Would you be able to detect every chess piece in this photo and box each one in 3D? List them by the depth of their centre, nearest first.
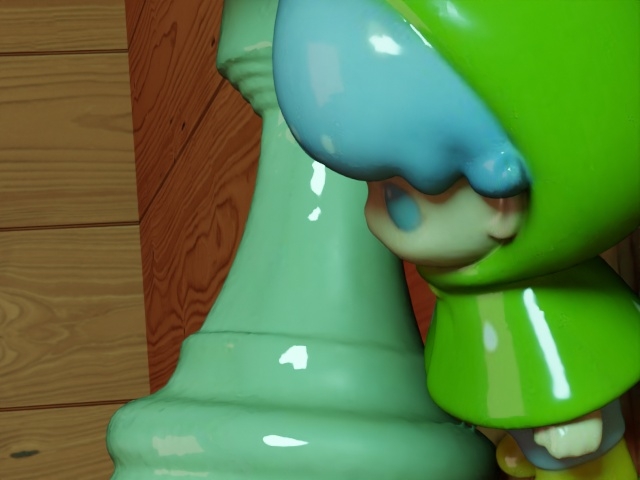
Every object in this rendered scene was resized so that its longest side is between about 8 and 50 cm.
[{"bbox_3d":[0.000,0.000,0.922,0.194,0.194,0.299,153,122,-78],"label":"chess piece"}]

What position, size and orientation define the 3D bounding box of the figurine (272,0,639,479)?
[{"bbox_3d":[0.067,-0.022,0.682,0.162,0.143,0.263,-101,-6,-68],"label":"figurine"}]
